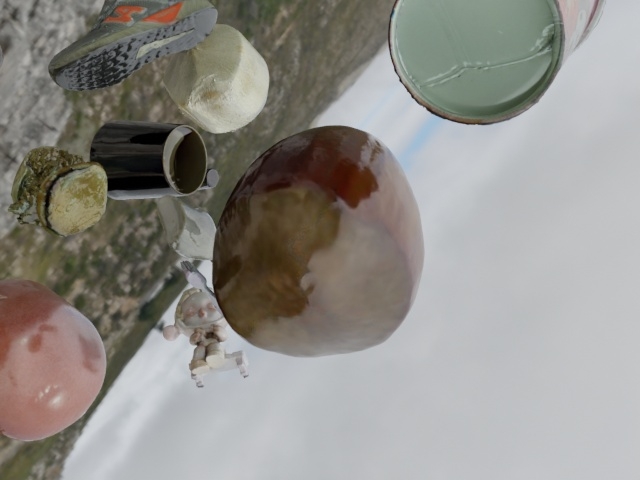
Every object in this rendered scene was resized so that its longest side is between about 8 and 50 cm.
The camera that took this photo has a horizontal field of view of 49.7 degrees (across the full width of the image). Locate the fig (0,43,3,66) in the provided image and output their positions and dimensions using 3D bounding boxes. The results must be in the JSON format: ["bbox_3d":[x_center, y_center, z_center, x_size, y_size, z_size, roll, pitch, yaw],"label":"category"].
[{"bbox_3d":[-0.745,-0.406,1.509,0.098,0.082,0.084,-21,171,-44],"label":"fig"}]

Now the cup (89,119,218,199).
[{"bbox_3d":[-0.325,-0.170,1.430,0.177,0.165,0.239,2,-169,27],"label":"cup"}]

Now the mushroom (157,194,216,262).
[{"bbox_3d":[-0.227,-0.009,1.321,0.093,0.116,0.225,-44,145,6],"label":"mushroom"}]

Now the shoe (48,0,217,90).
[{"bbox_3d":[-0.376,-0.419,1.311,0.337,0.171,0.132,-30,171,-19],"label":"shoe"}]

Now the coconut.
[{"bbox_3d":[-0.263,-0.400,1.709,0.245,0.247,0.244,-13,-117,26],"label":"coconut"}]

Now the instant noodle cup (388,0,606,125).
[{"bbox_3d":[0.202,-0.271,0.820,0.243,0.243,0.231,-44,-174,41],"label":"instant noodle cup"}]

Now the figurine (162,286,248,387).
[{"bbox_3d":[-0.262,0.207,1.634,0.182,0.144,0.256,-26,-126,12],"label":"figurine"}]

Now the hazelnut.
[{"bbox_3d":[-0.001,0.005,1.064,0.365,0.366,0.366,-50,-171,10],"label":"hazelnut"}]

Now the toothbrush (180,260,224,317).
[{"bbox_3d":[-0.158,0.107,1.126,0.024,0.029,0.354,-34,155,-5],"label":"toothbrush"}]

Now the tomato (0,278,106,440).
[{"bbox_3d":[-0.595,0.219,1.381,0.273,0.341,0.341,-41,-176,-23],"label":"tomato"}]

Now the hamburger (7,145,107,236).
[{"bbox_3d":[-0.469,-0.083,1.208,0.185,0.131,0.159,-38,148,-54],"label":"hamburger"}]
